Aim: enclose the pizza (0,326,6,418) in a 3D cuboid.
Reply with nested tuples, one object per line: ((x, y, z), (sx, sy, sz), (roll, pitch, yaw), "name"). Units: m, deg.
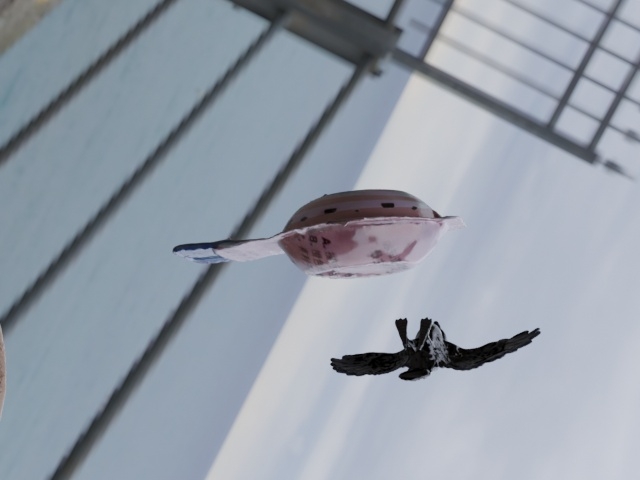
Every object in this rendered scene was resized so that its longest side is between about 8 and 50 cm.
((-0.374, 0.126, 1.315), (0.052, 0.195, 0.185), (-14, -105, 58), "pizza")

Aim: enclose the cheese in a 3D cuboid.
((0.000, 0.000, 1.444), (0.189, 0.286, 0.074), (32, 52, -72), "cheese")

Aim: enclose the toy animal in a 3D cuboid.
((0.104, 0.107, 1.432), (0.108, 0.220, 0.062), (17, 66, -70), "toy animal")
